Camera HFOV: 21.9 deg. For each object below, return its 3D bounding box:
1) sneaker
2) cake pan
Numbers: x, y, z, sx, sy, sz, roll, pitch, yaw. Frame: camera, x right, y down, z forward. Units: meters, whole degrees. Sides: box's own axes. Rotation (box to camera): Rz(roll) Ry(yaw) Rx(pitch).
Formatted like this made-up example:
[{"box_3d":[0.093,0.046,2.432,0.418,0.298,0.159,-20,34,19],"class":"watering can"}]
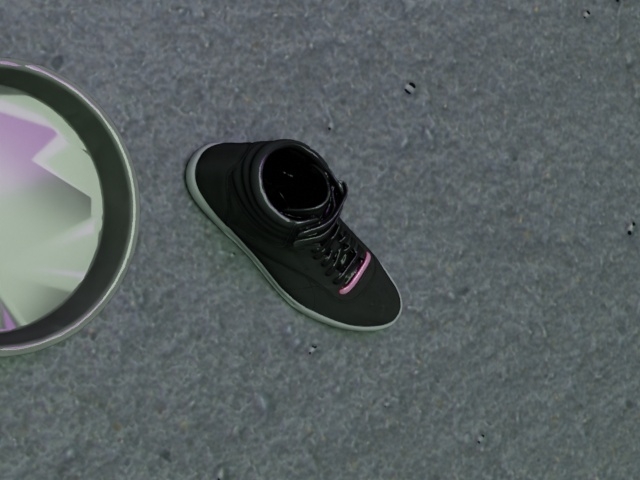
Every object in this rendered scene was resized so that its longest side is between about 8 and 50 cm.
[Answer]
[{"box_3d":[0.000,0.000,1.741,0.296,0.147,0.104,41,68,-21],"class":"sneaker"},{"box_3d":[-0.322,-0.032,1.626,0.293,0.054,0.293,1,87,-27],"class":"cake pan"}]
